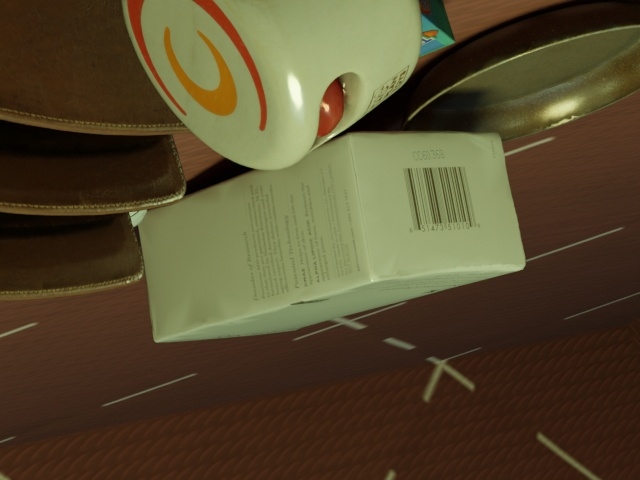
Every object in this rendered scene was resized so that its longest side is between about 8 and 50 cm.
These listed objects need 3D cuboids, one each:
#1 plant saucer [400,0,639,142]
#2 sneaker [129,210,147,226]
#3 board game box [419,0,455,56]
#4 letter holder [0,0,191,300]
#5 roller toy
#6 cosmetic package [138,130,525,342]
[{"bbox_3d":[0.223,-0.171,1.960,0.311,0.050,0.310,-15,167,-4],"label":"plant saucer"},{"bbox_3d":[-0.289,-0.036,1.827,0.258,0.094,0.091,-18,150,-15],"label":"sneaker"},{"bbox_3d":[0.010,-0.182,1.645,0.160,0.047,0.210,-21,167,16],"label":"board game box"},{"bbox_3d":[-0.212,-0.077,1.426,0.152,0.214,0.302,-26,164,35],"label":"letter holder"},{"bbox_3d":[-0.029,-0.157,1.334,0.146,0.209,0.191,-36,-149,-26],"label":"roller toy"},{"bbox_3d":[0.000,0.000,2.032,0.217,0.156,0.385,-3,169,-38],"label":"cosmetic package"}]
